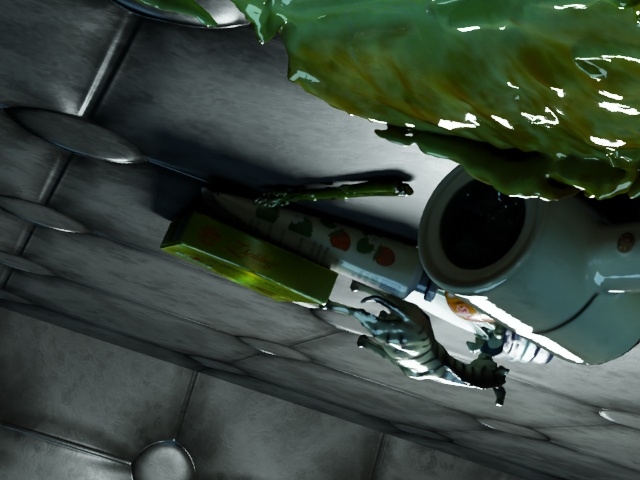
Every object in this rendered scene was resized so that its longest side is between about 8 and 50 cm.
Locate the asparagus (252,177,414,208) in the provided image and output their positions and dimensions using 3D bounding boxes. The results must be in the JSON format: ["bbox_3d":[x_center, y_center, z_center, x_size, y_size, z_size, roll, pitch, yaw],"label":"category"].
[{"bbox_3d":[0.007,-0.046,1.329,0.023,0.022,0.232,-29,-164,-36],"label":"asparagus"}]

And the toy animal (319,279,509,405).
[{"bbox_3d":[0.112,0.115,1.525,0.176,0.073,0.217,19,165,33],"label":"toy animal"}]

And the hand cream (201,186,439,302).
[{"bbox_3d":[0.000,0.000,1.465,0.276,0.059,0.095,21,169,1],"label":"hand cream"}]

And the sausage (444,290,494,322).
[{"bbox_3d":[0.192,0.048,1.376,0.071,0.071,0.234,21,165,-20],"label":"sausage"}]

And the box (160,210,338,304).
[{"bbox_3d":[-0.092,0.022,1.563,0.173,0.043,0.311,24,174,-9],"label":"box"}]

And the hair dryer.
[{"bbox_3d":[0.276,0.009,1.058,0.362,0.128,0.203,-6,154,41],"label":"hair dryer"}]

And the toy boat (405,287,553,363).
[{"bbox_3d":[0.138,0.077,1.591,0.291,0.067,0.220,18,168,5],"label":"toy boat"}]

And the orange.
[{"bbox_3d":[0.035,-0.147,0.515,0.334,0.196,0.262,21,152,-35],"label":"orange"}]
